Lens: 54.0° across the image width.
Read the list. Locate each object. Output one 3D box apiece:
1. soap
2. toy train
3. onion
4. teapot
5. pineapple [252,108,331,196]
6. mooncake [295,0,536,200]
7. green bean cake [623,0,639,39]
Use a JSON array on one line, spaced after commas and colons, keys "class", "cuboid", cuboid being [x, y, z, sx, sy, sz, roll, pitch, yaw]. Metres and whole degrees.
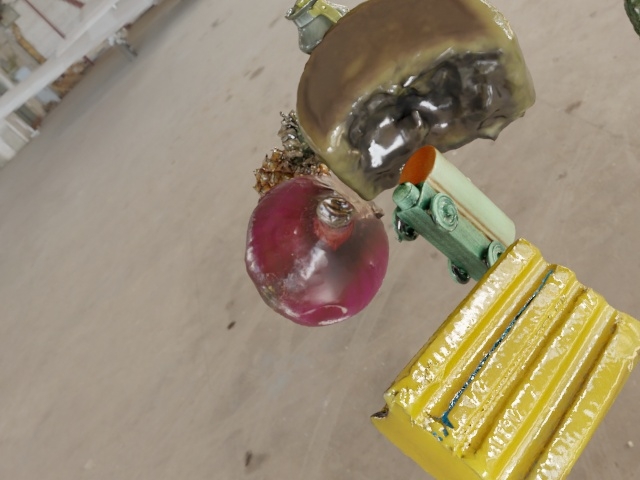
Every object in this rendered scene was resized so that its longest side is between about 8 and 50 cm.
[{"class": "soap", "cuboid": [0.230, 0.159, 0.746, 0.324, 0.204, 0.096, -39, -22, -34]}, {"class": "toy train", "cuboid": [0.242, -0.042, 1.111, 0.116, 0.285, 0.177, -20, 43, 48]}, {"class": "onion", "cuboid": [0.000, 0.000, 1.360, 0.348, 0.348, 0.385, -56, -3, -22]}, {"class": "teapot", "cuboid": [0.004, -0.448, 1.288, 0.130, 0.119, 0.165, -48, 28, -7]}, {"class": "pineapple", "cuboid": [-0.055, -0.244, 1.731, 0.272, 0.262, 0.262, 105, 180, -46]}, {"class": "mooncake", "cuboid": [0.177, -0.265, 1.159, 0.394, 0.246, 0.393, 11, 76, 28]}, {"class": "green bean cake", "cuboid": [0.584, -0.357, 1.023, 0.173, 0.181, 0.094, -14, -13, -42]}]
